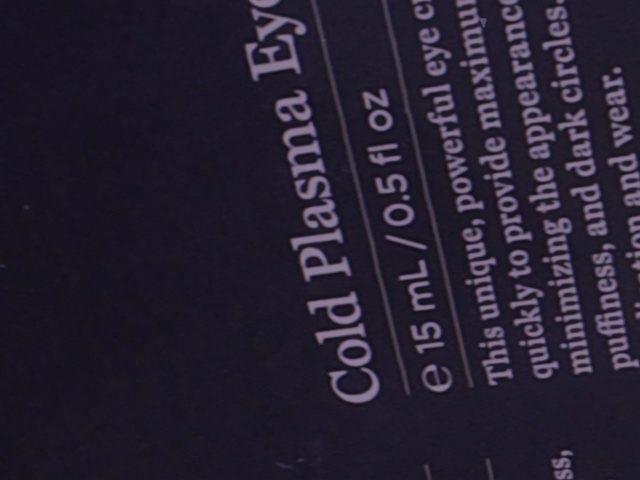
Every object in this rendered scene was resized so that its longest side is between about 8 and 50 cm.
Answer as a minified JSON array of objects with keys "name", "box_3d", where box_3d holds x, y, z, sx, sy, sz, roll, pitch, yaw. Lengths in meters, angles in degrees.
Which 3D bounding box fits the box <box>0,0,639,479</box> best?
[{"name":"box","box_3d":[0.000,0.000,0.487,0.312,0.179,0.343,-8,116,13]}]
